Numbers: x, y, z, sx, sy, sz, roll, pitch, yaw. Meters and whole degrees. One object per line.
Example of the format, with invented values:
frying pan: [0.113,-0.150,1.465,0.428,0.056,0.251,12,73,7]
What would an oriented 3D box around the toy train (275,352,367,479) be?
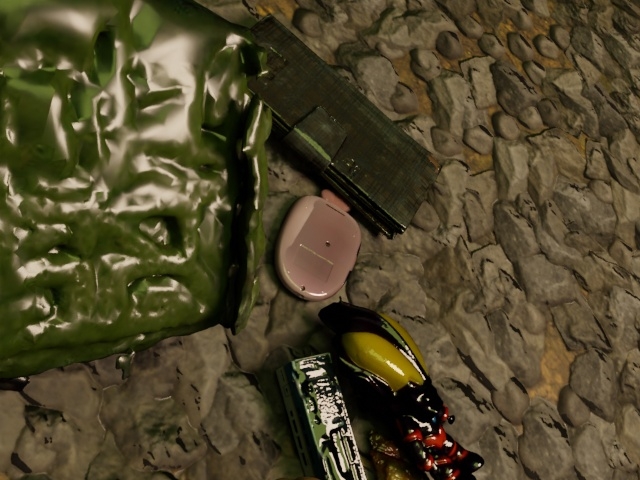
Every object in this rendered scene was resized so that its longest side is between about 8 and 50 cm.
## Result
toy train: [0.013,0.237,0.785,0.052,0.051,0.234,-8,73,-32]

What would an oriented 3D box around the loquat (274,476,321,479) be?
loquat: [-0.020,0.285,0.697,0.113,0.137,0.137,-12,71,-48]

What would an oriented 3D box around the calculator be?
calculator: [0.000,0.000,0.915,0.103,0.024,0.166,30,53,-12]

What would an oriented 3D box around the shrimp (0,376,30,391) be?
shrimp: [-0.334,0.154,0.629,0.365,0.071,0.233,31,49,-6]

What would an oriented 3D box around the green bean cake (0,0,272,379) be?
green bean cake: [-0.220,-0.055,0.618,0.319,0.218,0.335,-8,103,-43]

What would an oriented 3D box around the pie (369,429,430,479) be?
pie: [0.095,0.300,0.810,0.088,0.033,0.191,14,59,-27]

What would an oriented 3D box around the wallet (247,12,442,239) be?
wallet: [0.015,-0.154,0.980,0.317,0.044,0.169,42,44,-7]

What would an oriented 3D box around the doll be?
doll: [0.091,0.165,0.844,0.088,0.127,0.249,-36,83,-3]
